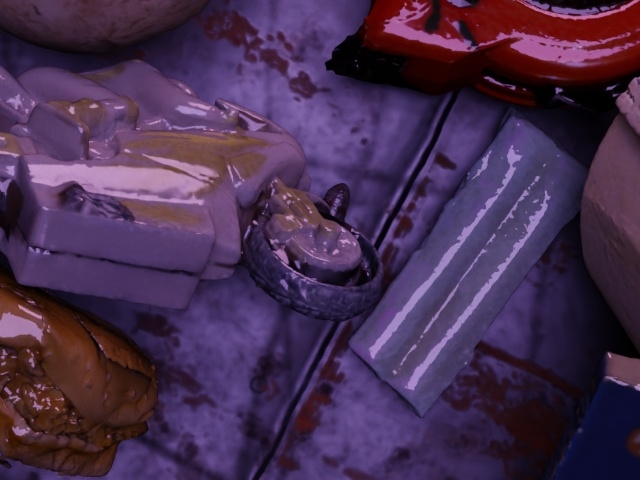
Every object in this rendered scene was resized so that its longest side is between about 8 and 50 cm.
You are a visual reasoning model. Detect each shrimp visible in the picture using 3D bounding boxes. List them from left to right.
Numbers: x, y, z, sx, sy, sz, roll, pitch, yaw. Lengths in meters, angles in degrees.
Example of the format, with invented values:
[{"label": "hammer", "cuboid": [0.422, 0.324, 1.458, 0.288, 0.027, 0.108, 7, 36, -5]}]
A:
[{"label": "shrimp", "cuboid": [-0.004, 0.002, 0.916, 0.038, 0.029, 0.092, 11, 89, -5]}]

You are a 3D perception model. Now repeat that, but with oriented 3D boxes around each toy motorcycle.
[{"label": "toy motorcycle", "cuboid": [-0.127, -0.048, 0.822, 0.341, 0.223, 0.107, 11, 125, -20]}]

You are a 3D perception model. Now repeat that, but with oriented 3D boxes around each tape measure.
[{"label": "tape measure", "cuboid": [0.156, -0.206, 0.901, 0.261, 0.114, 0.253, 13, 82, -2]}]

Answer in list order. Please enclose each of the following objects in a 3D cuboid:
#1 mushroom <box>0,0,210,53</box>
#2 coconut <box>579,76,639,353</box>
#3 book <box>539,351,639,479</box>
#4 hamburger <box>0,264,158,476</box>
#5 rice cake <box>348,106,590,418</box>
[{"label": "mushroom", "cuboid": [-0.155, -0.221, 0.850, 0.254, 0.195, 0.188, 17, 107, 22]}, {"label": "coconut", "cuboid": [0.333, -0.007, 0.820, 0.323, 0.323, 0.322, 0, 86, -5]}, {"label": "book", "cuboid": [0.233, 0.276, 0.792, 0.300, 0.039, 0.428, 16, 122, -4]}, {"label": "hamburger", "cuboid": [-0.205, 0.076, 0.802, 0.214, 0.214, 0.108, 28, 84, -3]}, {"label": "rice cake", "cuboid": [0.108, 0.015, 0.919, 0.085, 0.040, 0.226, 37, 83, -3]}]
